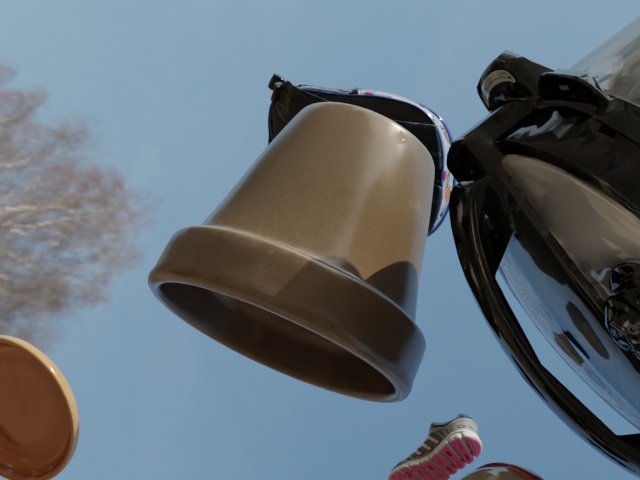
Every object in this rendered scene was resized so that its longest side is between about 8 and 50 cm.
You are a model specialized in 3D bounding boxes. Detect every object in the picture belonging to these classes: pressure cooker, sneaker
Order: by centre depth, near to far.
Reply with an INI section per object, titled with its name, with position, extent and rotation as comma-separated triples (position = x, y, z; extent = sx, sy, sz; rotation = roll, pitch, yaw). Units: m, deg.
[pressure cooker]
position = 0.324, -0.018, 0.758
extent = 0.420, 0.375, 0.370
rotation = -38, -139, -11
[sneaker]
position = 0.165, 0.304, 1.326
extent = 0.063, 0.075, 0.170
rotation = 40, -58, -11

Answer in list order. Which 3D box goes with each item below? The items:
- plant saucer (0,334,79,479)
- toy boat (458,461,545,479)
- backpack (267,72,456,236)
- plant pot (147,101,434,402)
[plant saucer]
position = -0.385, 0.212, 1.181
extent = 0.200, 0.037, 0.200
rotation = 7, -74, 23
[toy boat]
position = 0.144, 0.283, 0.741
extent = 0.231, 0.151, 0.151
rotation = -53, -132, 30
[backpack]
position = 0.064, -0.097, 1.344
extent = 0.263, 0.213, 0.277
rotation = 7, -77, 23
[plant pot]
position = 0.000, 0.000, 0.893
extent = 0.263, 0.263, 0.229
rotation = 3, -117, 45
